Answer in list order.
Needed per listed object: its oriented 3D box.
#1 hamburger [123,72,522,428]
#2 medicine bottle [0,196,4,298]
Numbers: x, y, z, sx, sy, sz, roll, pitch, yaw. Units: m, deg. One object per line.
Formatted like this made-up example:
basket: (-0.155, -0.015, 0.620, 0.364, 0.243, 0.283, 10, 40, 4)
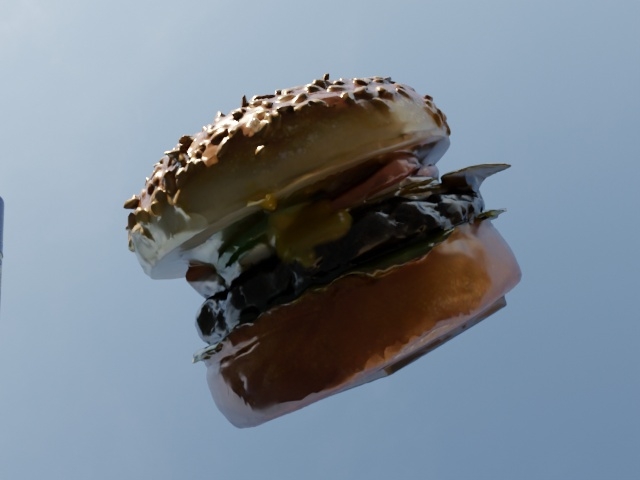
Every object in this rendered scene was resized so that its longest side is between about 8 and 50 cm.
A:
hamburger: (0.000, 0.000, 0.647, 0.291, 0.291, 0.225, -25, -96, 3)
medicine bottle: (-0.350, 0.061, 0.825, 0.059, 0.059, 0.231, -11, -115, 9)
